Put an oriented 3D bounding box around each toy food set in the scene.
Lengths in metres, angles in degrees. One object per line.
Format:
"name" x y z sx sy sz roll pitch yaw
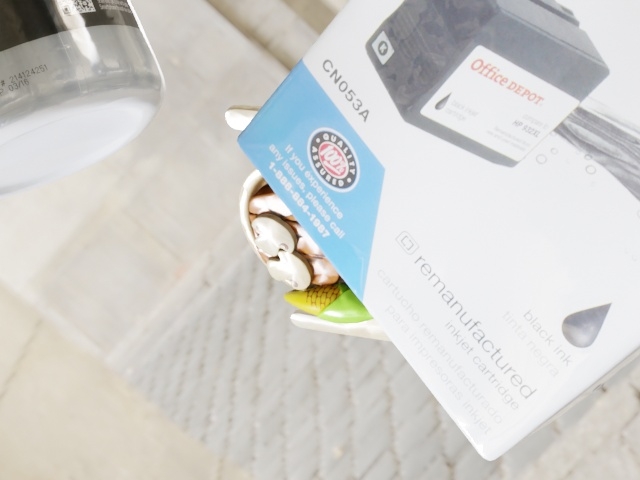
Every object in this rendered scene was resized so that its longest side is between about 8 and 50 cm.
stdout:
"toy food set" 0.000 0.000 1.002 0.132 0.192 0.038 4 38 31

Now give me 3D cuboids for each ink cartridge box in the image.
"ink cartridge box" 0.135 -0.074 0.740 0.129 0.223 0.307 -23 -19 -49

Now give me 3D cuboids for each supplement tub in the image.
"supplement tub" -0.250 -0.200 1.067 0.193 0.316 0.193 -23 -8 -3
